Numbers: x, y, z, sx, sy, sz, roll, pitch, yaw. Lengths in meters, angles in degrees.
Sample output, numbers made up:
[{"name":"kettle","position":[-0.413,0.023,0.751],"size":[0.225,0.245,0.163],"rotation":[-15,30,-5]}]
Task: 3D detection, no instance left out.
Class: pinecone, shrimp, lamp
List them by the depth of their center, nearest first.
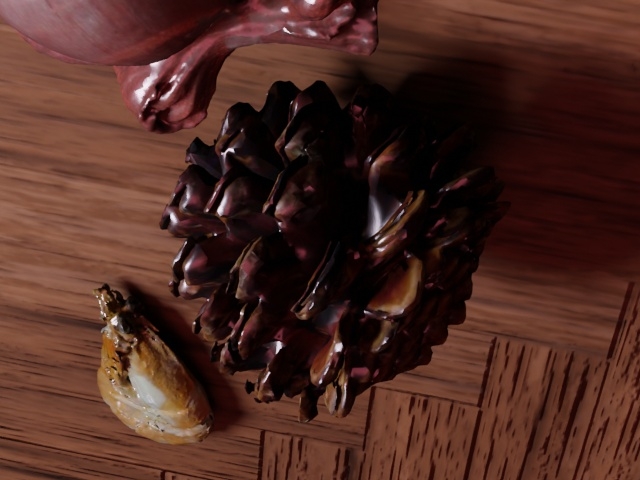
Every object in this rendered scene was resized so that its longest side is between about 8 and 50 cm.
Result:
[{"name":"lamp","position":[-0.095,-0.173,0.924],"size":[0.215,0.151,0.223],"rotation":[-20,153,29]},{"name":"pinecone","position":[0.000,0.000,1.025],"size":[0.221,0.221,0.221],"rotation":[8,137,8]},{"name":"shrimp","position":[-0.139,0.103,1.285],"size":[0.091,0.043,0.184],"rotation":[3,137,18]}]
